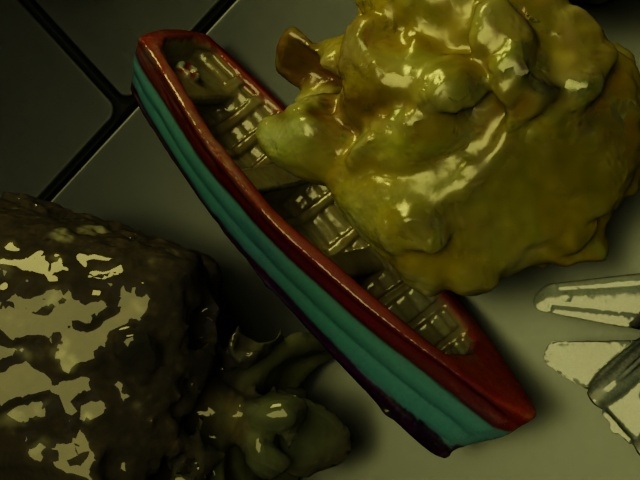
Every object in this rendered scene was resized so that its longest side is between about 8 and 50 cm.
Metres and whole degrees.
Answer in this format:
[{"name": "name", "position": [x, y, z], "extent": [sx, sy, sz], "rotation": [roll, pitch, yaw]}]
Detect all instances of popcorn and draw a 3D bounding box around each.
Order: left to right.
[{"name": "popcorn", "position": [0.092, -0.083, 1.060], "extent": [0.266, 0.192, 0.233], "rotation": [8, 102, 2]}]

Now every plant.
[{"name": "plant", "position": [-0.132, 0.105, 1.104], "extent": [0.312, 0.213, 0.215], "rotation": [23, 91, 9]}]

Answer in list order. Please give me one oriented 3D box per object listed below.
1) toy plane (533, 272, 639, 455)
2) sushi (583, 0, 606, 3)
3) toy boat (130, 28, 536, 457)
[{"name": "toy plane", "position": [0.293, 0.041, 1.030], "extent": [0.267, 0.088, 0.212], "rotation": [-44, 75, 11]}, {"name": "sushi", "position": [0.162, -0.230, 1.056], "extent": [0.241, 0.161, 0.107], "rotation": [26, 95, 17]}, {"name": "toy boat", "position": [0.000, 0.000, 1.113], "extent": [0.392, 0.136, 0.079], "rotation": [50, 119, 15]}]
